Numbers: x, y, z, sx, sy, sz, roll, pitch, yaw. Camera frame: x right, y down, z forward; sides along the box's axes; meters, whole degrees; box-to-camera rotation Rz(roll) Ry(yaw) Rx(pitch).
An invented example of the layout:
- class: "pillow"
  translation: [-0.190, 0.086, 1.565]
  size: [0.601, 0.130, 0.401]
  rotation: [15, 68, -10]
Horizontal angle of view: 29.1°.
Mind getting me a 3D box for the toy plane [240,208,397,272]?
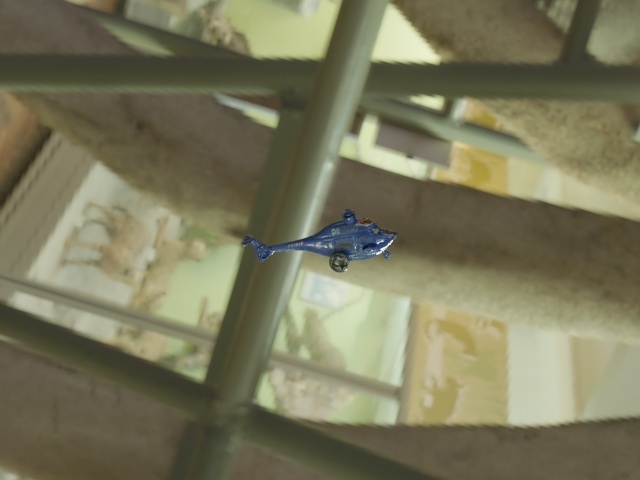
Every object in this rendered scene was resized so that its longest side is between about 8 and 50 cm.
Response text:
- class: "toy plane"
  translation: [0.000, 0.000, 1.323]
  size: [0.054, 0.167, 0.062]
  rotation: [-67, 149, -71]
